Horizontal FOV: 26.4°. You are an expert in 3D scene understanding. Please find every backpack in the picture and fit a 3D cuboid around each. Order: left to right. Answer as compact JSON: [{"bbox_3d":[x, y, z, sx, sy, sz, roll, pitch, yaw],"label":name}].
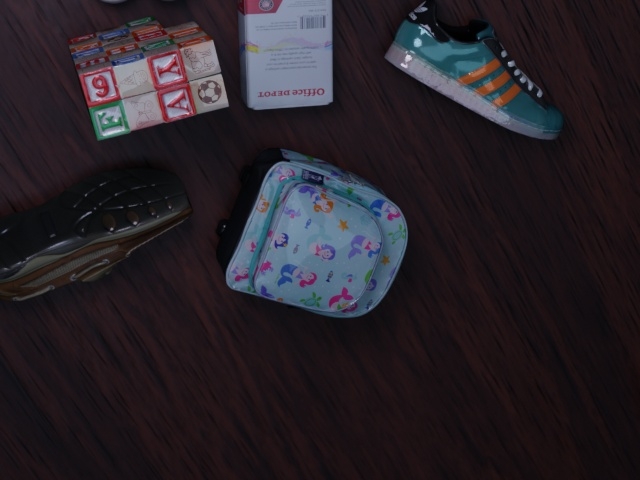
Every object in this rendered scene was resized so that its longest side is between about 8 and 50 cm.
[{"bbox_3d":[0.000,0.000,2.011,0.253,0.191,0.225,18,103,-24],"label":"backpack"}]

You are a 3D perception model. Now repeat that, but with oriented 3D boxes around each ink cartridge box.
[{"bbox_3d":[-0.051,-0.283,1.951,0.127,0.072,0.175,-5,110,-13],"label":"ink cartridge box"}]

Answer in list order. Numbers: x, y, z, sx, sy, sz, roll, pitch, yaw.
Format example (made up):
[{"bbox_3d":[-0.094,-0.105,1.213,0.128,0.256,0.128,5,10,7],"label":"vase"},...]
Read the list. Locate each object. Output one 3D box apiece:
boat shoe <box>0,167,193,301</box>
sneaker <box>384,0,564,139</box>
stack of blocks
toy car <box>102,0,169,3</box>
[{"bbox_3d":[-0.341,-0.004,1.964,0.324,0.122,0.120,-19,143,-5],"label":"boat shoe"},{"bbox_3d":[0.250,-0.252,2.020,0.302,0.108,0.121,25,105,-19],"label":"sneaker"},{"bbox_3d":[-0.234,-0.225,1.803,0.171,0.297,0.087,-16,110,-9],"label":"stack of blocks"},{"bbox_3d":[-0.247,-0.407,1.832,0.182,0.159,0.136,-3,70,-2],"label":"toy car"}]
